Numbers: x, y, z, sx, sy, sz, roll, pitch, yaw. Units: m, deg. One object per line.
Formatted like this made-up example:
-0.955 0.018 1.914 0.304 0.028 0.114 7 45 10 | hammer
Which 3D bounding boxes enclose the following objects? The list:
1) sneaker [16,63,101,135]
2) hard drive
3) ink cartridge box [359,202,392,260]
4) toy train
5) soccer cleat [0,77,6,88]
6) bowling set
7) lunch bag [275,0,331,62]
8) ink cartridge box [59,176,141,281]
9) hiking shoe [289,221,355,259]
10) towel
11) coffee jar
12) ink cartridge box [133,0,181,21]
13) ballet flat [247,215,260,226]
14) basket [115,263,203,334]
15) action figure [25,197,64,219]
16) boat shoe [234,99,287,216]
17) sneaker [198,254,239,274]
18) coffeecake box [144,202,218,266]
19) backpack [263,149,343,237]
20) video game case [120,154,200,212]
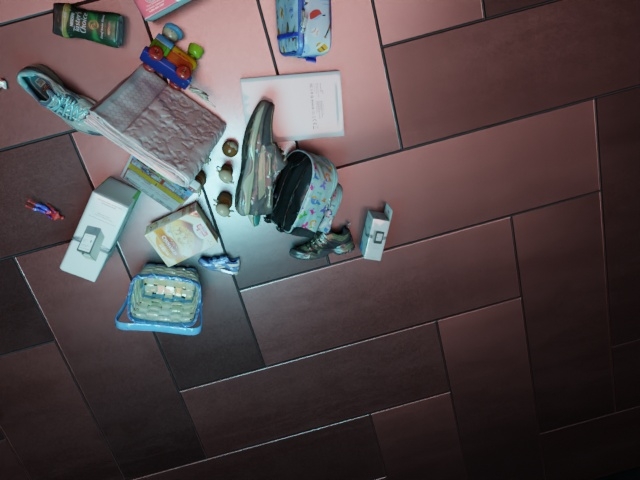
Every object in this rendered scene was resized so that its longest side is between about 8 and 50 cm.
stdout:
-0.759 -0.398 1.569 0.283 0.122 0.110 35 103 -17 | sneaker
-0.085 -0.416 1.679 0.308 0.040 0.202 -6 110 -4 | hard drive
0.187 -0.035 1.812 0.060 0.104 0.180 9 108 -8 | ink cartridge box
-0.386 -0.516 1.576 0.248 0.105 0.143 32 70 -21 | toy train
-0.969 -0.454 1.577 0.083 0.029 0.035 -14 106 -6 | soccer cleat
-0.344 -0.230 1.657 0.287 0.154 0.199 35 103 -17 | bowling set
-0.052 -0.616 1.471 0.115 0.303 0.243 -4 110 -14 | lunch bag
-0.682 -0.038 1.666 0.115 0.198 0.272 26 105 -16 | ink cartridge box
0.000 0.000 1.827 0.227 0.086 0.114 -10 97 -8 | hiking shoe
-0.449 -0.336 1.526 0.317 0.331 0.053 35 130 -16 | towel
-0.663 -0.614 1.524 0.185 0.079 0.096 8 109 -9 | coffee jar
-0.464 -0.783 1.464 0.207 0.117 0.282 -27 110 4 | ink cartridge box
-0.226 -0.129 1.769 0.053 0.057 0.168 10 107 20 | ballet flat
-0.498 0.203 1.724 0.255 0.289 0.200 9 111 -9 | basket
-0.880 -0.097 1.715 0.115 0.030 0.038 30 110 -20 | action figure
-0.174 -0.245 1.637 0.130 0.132 0.355 8 100 -19 | boat shoe
-0.343 0.073 1.823 0.144 0.053 0.059 13 109 -19 | sneaker
-0.450 -0.018 1.747 0.186 0.068 0.142 -26 122 4 | coffeecake box
-0.046 -0.151 1.686 0.191 0.225 0.253 7 106 -32 | backpack
-0.489 -0.181 1.615 0.204 0.285 0.025 37 65 -17 | video game case
